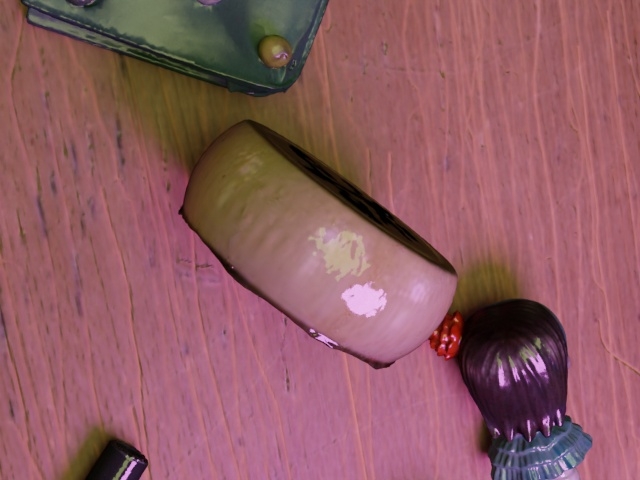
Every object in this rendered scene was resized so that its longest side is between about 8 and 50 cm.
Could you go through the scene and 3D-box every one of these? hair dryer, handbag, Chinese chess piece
[{"bbox_3d":[-0.163,0.311,0.887,0.195,0.050,0.173,30,87,-1],"label":"hair dryer"},{"bbox_3d":[-0.107,-0.283,0.849,0.274,0.100,0.268,20,89,-19],"label":"handbag"},{"bbox_3d":[0.000,0.000,0.828,0.257,0.257,0.104,34,98,-18],"label":"Chinese chess piece"}]

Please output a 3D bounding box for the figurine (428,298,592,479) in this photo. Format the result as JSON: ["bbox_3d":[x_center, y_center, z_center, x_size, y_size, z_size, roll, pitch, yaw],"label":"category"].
[{"bbox_3d":[0.210,0.178,0.996,0.138,0.110,0.245,-18,107,2],"label":"figurine"}]
